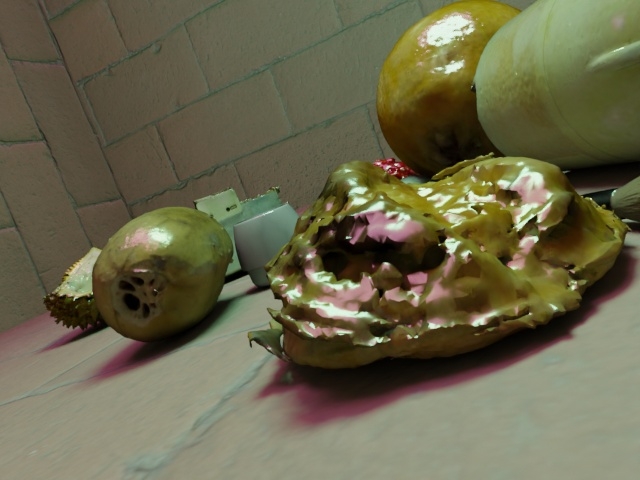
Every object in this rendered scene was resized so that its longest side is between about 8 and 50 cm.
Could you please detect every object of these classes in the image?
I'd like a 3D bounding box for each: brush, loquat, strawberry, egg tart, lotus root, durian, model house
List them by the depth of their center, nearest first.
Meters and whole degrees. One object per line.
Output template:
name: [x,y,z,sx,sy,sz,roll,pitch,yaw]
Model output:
egg tart: [0.070,-0.003,0.451,0.297,0.132,0.297,-18,11,4]
brush: [0.213,-0.025,0.551,0.042,0.039,0.299,-63,13,-10]
lotus root: [-0.205,0.035,0.849,0.152,0.169,0.342,20,7,-2]
loquat: [0.253,-0.242,1.040,0.329,0.328,0.328,-21,6,2]
model house: [-0.188,-0.013,1.242,0.271,0.178,0.206,-26,5,-7]
durian: [-0.468,0.115,1.276,0.183,0.137,0.249,8,14,-5]
strawberry: [0.122,-0.122,1.390,0.237,0.111,0.190,-18,9,38]

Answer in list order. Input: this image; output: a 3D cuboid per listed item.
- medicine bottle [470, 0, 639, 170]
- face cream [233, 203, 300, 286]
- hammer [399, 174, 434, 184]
medicine bottle: [0.355,-0.204,0.669,0.236,0.235,0.406,-22,6,-6]
face cream: [-0.071,0.007,0.920,0.117,0.104,0.117,-23,6,2]
hammer: [0.104,-0.047,1.047,0.194,0.069,0.116,-28,2,31]
